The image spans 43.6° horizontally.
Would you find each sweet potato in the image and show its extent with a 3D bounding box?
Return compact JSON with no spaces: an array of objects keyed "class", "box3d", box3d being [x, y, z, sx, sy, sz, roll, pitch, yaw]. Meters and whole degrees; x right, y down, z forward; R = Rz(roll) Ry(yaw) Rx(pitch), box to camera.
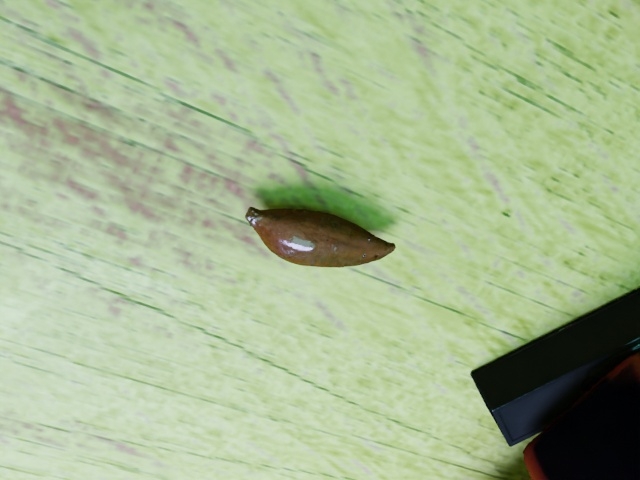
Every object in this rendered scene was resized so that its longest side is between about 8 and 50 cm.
[{"class":"sweet potato","box3d":[0.000,0.000,0.473,0.095,0.034,0.034,13,114,-14]}]

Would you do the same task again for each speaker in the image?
[{"class":"speaker","box3d":[0.201,0.074,0.546,0.191,0.046,0.040,-27,120,3]}]

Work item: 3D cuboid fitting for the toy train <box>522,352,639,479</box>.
[{"class":"toy train","box3d":[0.214,0.220,0.541,0.231,0.163,0.369,30,113,-30]}]
